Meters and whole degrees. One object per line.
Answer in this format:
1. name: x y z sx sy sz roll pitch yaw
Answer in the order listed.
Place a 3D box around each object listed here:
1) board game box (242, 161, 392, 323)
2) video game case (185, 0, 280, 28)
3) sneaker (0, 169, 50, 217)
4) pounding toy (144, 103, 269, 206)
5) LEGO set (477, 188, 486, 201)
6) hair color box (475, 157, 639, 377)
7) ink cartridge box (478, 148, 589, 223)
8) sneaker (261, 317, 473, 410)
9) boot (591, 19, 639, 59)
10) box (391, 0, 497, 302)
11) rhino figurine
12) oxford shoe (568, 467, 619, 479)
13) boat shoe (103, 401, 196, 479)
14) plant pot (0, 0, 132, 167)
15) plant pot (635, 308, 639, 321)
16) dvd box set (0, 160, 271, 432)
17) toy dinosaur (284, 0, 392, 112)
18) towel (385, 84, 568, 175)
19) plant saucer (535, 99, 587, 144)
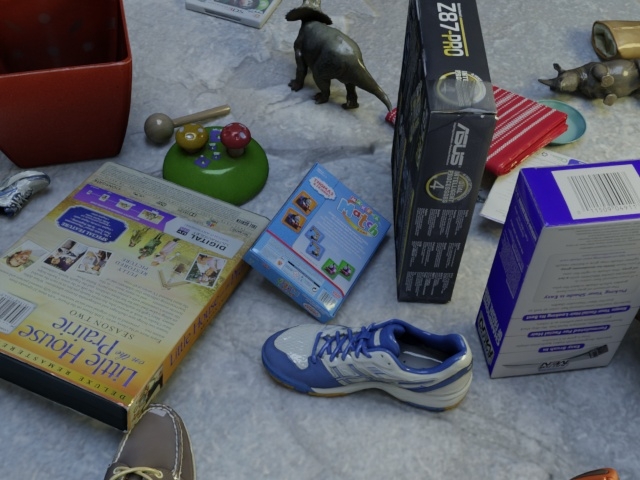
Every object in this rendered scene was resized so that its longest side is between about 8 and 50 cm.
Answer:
1. board game box: 0.000 0.000 1.314 0.160 0.039 0.211 39 55 -6
2. video game case: -0.168 -0.530 1.803 0.173 0.022 0.190 18 51 12
3. sneaker: -0.502 -0.067 1.386 0.135 0.052 0.058 -25 65 -13
4. pounding toy: -0.191 -0.172 1.443 0.183 0.110 0.237 -20 54 -19
5. LEGO set: 0.247 -0.092 1.454 0.083 0.023 0.054 15 51 10
6. hair color box: 0.332 0.047 1.136 0.185 0.339 0.110 -5 49 -7
7. ink cartridge box: 0.389 -0.065 1.424 0.206 0.045 0.208 21 50 15
8. sneaker: 0.065 0.148 1.176 0.296 0.131 0.112 5 52 3
9. boot: 0.700 -0.374 1.661 0.269 0.089 0.236 -2 26 -6
10. box: 0.166 -0.148 1.256 0.097 0.395 0.318 3 49 0
11. rhino figurine: 0.531 -0.303 1.613 0.243 0.073 0.106 -2 31 -4
12. oxford shoe: 0.278 0.417 0.992 0.133 0.130 0.364 51 51 -4
13. boat shoe: -0.223 0.333 1.025 0.116 0.097 0.324 6 50 3
14. plant pot: -0.449 -0.274 1.434 0.267 0.236 0.267 -9 50 -10
15. plant pot: 0.587 0.145 1.118 0.323 0.323 0.280 0 66 -3
16. dvd box set: -0.296 0.056 1.235 0.307 0.062 0.420 19 42 12
17. toy dinosaur: 0.015 -0.334 1.558 0.121 0.160 0.313 -21 53 -19
18. towel: 0.279 -0.215 1.526 0.199 0.031 0.275 -35 47 -26
19. plant saucer: 0.429 -0.213 1.567 0.119 0.021 0.119 1 49 -2
